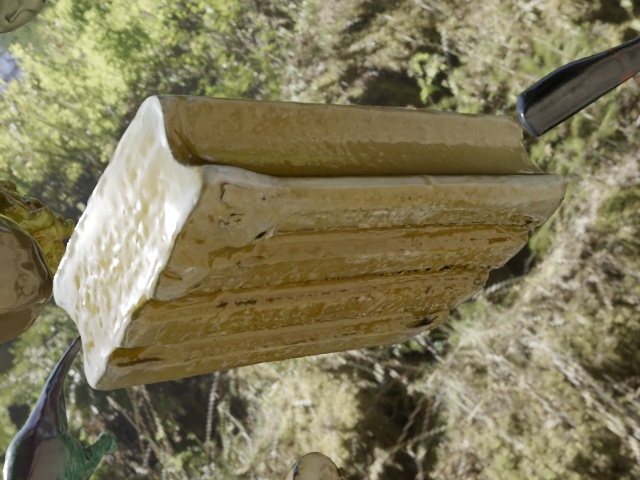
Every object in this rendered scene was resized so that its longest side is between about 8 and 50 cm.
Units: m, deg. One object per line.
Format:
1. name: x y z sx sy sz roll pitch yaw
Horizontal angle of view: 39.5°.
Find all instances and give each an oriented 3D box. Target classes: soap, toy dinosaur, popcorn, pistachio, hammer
1. soap: 0.000 0.000 0.535 0.274 0.089 0.173 -4 -36 -41
2. toy dinosaur: -0.331 0.300 1.009 0.331 0.129 0.384 115 161 -87
3. popcorn: -0.460 -0.010 1.299 0.197 0.197 0.156 13 -85 -50
4. pistachio: -0.438 0.034 0.973 0.287 0.197 0.166 11 -72 -12
5. hammer: 0.314 -0.177 0.858 0.289 0.037 0.137 -30 -81 -7

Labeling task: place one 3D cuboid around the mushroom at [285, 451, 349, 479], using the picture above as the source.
1. mushroom: 0.017 0.402 1.040 0.156 0.286 0.151 -10 -28 -50

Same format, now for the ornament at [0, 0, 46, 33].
1. ornament: -0.464 -0.328 1.285 0.156 0.081 0.075 -34 -43 6
